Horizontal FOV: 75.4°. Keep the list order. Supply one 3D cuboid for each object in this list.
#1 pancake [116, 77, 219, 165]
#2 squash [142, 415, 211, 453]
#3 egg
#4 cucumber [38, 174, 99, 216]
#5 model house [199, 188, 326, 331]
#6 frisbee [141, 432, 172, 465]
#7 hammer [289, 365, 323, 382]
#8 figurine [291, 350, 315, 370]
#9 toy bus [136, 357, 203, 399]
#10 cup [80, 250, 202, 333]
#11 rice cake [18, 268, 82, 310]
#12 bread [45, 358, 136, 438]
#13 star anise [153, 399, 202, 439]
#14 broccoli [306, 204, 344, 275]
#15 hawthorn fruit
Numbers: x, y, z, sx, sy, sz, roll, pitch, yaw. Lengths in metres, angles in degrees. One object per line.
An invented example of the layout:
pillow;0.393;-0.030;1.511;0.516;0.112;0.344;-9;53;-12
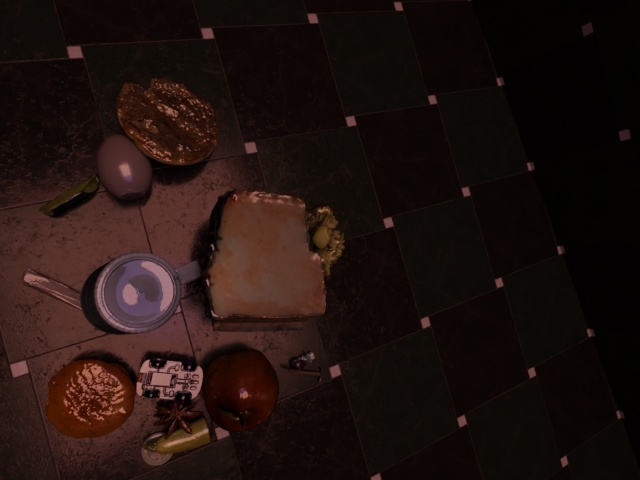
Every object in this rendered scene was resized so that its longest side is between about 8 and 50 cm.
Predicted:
pancake;-0.547;-0.444;1.513;0.382;0.071;0.382;19;53;-28
squash;-0.500;0.690;1.444;0.224;0.094;0.094;-8;87;-23
egg;-0.685;-0.258;1.442;0.176;0.176;0.231;-17;90;-23
cucumber;-0.852;-0.148;1.425;0.220;0.070;0.046;-41;129;-19
model house;-0.241;0.103;1.479;0.395;0.400;0.445;0;70;-21
frisbee;-0.570;0.733;1.453;0.110;0.014;0.110;3;83;-22
hammer;-0.054;0.527;1.655;0.182;0.017;0.062;24;72;-40
figurine;-0.070;0.491;1.674;0.106;0.047;0.060;-24;135;-28
toy bus;-0.522;0.478;1.438;0.210;0.136;0.126;13;77;-20
cup;-0.577;0.180;1.341;0.331;0.311;0.256;11;74;-32
rice cake;-0.868;0.176;1.384;0.270;0.049;0.055;30;54;-17
bread;-0.742;0.510;1.344;0.269;0.146;0.268;2;84;-18
star anise;-0.498;0.606;1.438;0.168;0.057;0.167;2;48;-3
broccoli;0.000;0.000;1.650;0.248;0.245;0.288;-15;90;-17
hawthorn fruit;-0.272;0.531;1.445;0.268;0.301;0.267;-6;109;-16
